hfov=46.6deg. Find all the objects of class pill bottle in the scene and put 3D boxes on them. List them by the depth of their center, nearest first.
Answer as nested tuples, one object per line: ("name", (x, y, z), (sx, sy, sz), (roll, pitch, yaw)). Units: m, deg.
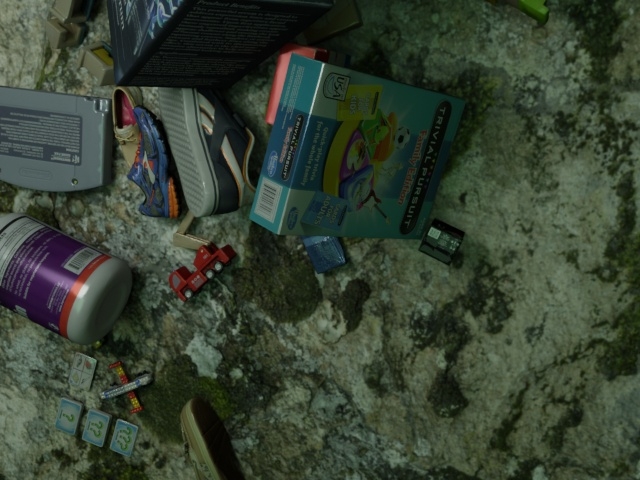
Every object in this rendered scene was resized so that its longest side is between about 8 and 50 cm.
("pill bottle", (-0.545, 0.062, 1.448), (0.323, 0.181, 0.181), (24, 106, 9))

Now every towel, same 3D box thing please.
("towel", (0.000, 0.000, 1.375), (0.067, 0.029, 0.119), (-22, 95, 18))

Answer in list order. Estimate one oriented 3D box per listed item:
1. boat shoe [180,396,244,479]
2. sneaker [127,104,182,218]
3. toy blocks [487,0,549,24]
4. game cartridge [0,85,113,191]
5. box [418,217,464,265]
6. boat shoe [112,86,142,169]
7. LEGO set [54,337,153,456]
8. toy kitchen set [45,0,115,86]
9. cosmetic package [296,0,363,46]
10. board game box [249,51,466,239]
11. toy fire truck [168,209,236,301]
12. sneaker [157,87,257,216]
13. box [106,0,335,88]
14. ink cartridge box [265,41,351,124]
("boat shoe", (-0.224, 0.453, 1.481), (0.089, 0.104, 0.285), (-19, 96, 14))
("sneaker", (-0.320, -0.140, 1.382), (0.087, 0.083, 0.221), (-11, 104, -5))
("toy blocks", (0.260, -0.549, 1.134), (0.381, 0.191, 0.261), (37, 97, 15))
("game cartridge", (-0.546, -0.197, 1.467), (0.294, 0.060, 0.196), (9, 99, 13))
("box", (0.211, 0.001, 1.291), (0.062, 0.083, 0.052), (27, 105, 8))
("boat shoe", (-0.367, -0.212, 1.413), (0.063, 0.059, 0.170), (-6, 99, 15))
("LEGO set", (-0.452, 0.324, 1.542), (0.182, 0.060, 0.244), (21, 105, 6))
("toy kitchen set", (-0.388, -0.419, 1.361), (0.166, 0.122, 0.207), (41, 129, 11))
("cosmetic package", (0.010, -0.382, 1.292), (0.115, 0.041, 0.060), (-20, 95, 17))
("board game box", (0.069, -0.134, 1.178), (0.079, 0.336, 0.254), (30, 110, 43))
("toy fire truck", (-0.237, 0.012, 1.429), (0.192, 0.047, 0.135), (-41, 88, 19))
("sneaker", (-0.203, -0.195, 1.349), (0.126, 0.127, 0.321), (-35, 67, 55))
("box", (-0.176, -0.422, 1.111), (0.212, 0.395, 0.293), (-5, 86, -29))
("ink cartridge box", (-0.022, -0.252, 1.226), (0.078, 0.231, 0.134), (16, 104, 12))
